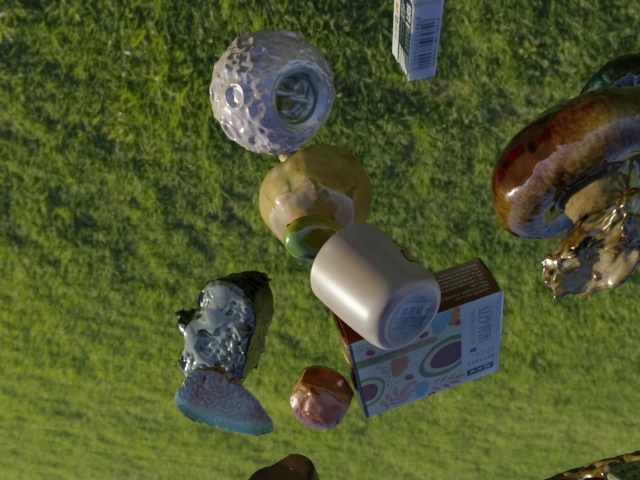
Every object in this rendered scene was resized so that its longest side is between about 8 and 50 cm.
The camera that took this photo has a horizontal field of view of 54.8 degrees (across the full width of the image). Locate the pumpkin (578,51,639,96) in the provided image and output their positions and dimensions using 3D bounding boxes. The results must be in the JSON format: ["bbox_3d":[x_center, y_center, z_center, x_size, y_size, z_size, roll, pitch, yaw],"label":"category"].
[{"bbox_3d":[0.870,-0.359,1.713,0.315,0.315,0.238,-15,-171,26],"label":"pumpkin"}]

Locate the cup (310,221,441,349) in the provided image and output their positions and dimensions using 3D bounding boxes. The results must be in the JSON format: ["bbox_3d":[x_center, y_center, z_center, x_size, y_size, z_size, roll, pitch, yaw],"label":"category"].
[{"bbox_3d":[0.129,0.108,1.233,0.191,0.200,0.253,-49,138,1],"label":"cup"}]

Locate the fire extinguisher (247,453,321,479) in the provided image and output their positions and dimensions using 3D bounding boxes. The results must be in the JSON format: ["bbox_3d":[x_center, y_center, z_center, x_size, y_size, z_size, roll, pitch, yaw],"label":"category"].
[{"bbox_3d":[0.004,0.468,0.878,0.114,0.135,0.337,-24,104,0],"label":"fire extinguisher"}]

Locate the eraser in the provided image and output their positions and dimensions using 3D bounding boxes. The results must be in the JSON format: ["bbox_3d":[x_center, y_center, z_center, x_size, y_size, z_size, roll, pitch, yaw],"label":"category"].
[{"bbox_3d":[0.225,-0.520,1.422,0.086,0.130,0.287,-13,148,-4],"label":"eraser"}]

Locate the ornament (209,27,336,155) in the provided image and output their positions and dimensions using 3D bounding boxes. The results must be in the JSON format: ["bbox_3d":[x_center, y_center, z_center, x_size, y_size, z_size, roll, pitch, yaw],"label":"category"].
[{"bbox_3d":[-0.105,-0.305,1.281,0.259,0.259,0.225,33,176,-42],"label":"ornament"}]

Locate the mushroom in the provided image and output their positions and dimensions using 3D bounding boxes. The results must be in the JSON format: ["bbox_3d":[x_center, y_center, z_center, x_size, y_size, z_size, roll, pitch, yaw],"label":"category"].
[{"bbox_3d":[0.474,-0.097,1.031,0.334,0.356,0.331,12,118,-40],"label":"mushroom"}]

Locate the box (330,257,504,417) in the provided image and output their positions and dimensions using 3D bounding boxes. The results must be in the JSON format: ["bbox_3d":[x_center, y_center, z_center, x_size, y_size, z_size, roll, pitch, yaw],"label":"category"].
[{"bbox_3d":[0.249,0.253,1.547,0.386,0.122,0.344,-19,135,-4],"label":"box"}]

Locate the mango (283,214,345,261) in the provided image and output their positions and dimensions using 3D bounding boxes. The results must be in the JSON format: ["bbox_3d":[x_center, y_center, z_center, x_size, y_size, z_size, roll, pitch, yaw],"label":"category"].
[{"bbox_3d":[-0.001,-0.004,1.597,0.191,0.122,0.085,5,-178,-15],"label":"mango"}]

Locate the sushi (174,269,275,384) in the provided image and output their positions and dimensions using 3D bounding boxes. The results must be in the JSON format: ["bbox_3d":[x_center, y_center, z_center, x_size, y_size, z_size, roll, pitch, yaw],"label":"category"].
[{"bbox_3d":[-0.260,0.239,1.673,0.235,0.207,0.348,24,107,12],"label":"sushi"}]

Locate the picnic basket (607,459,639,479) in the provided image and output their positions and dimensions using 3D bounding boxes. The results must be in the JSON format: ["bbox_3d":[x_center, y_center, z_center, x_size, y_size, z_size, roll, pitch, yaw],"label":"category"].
[{"bbox_3d":[0.391,0.365,0.686,0.134,0.196,0.154,4,-176,-40],"label":"picnic basket"}]

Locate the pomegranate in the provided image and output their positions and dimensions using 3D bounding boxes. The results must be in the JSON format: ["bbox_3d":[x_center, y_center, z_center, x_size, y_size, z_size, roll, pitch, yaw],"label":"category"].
[{"bbox_3d":[-0.022,-0.155,2.100,0.412,0.411,0.411,1,150,1],"label":"pomegranate"}]

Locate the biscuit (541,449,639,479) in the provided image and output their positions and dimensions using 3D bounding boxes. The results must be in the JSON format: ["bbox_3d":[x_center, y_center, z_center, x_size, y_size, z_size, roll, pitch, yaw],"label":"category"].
[{"bbox_3d":[0.488,0.516,1.203,0.367,0.115,0.268,-15,159,-11],"label":"biscuit"}]

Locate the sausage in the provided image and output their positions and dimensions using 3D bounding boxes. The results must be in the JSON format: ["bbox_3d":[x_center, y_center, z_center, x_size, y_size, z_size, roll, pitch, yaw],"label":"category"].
[{"bbox_3d":[0.001,0.394,1.549,0.141,0.153,0.268,24,169,5],"label":"sausage"}]

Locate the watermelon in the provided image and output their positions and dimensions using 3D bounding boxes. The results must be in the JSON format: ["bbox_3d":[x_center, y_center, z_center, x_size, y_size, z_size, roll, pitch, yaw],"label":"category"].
[{"bbox_3d":[-0.163,0.287,1.104,0.180,0.081,0.094,32,123,-7],"label":"watermelon"}]
